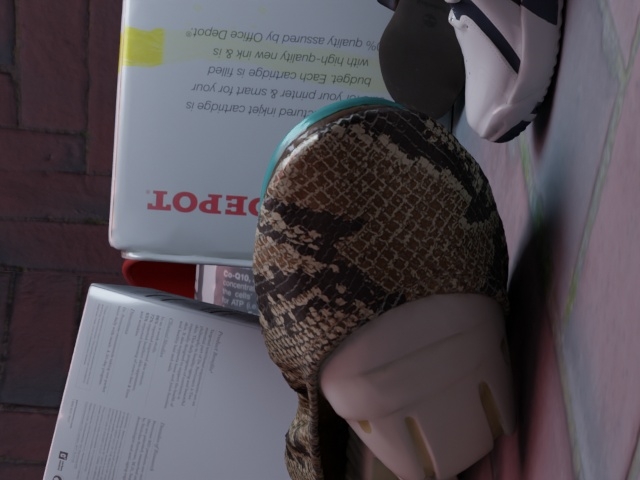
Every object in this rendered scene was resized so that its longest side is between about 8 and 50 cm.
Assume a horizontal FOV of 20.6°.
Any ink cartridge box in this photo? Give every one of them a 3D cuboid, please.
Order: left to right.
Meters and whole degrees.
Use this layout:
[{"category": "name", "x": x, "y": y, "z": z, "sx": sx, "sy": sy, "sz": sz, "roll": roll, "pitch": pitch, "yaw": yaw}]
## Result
[{"category": "ink cartridge box", "x": -0.031, "y": -0.169, "z": 1.507, "sx": 0.160, "sy": 0.279, "sz": 0.384, "roll": -161, "pitch": 75, "yaw": -85}]

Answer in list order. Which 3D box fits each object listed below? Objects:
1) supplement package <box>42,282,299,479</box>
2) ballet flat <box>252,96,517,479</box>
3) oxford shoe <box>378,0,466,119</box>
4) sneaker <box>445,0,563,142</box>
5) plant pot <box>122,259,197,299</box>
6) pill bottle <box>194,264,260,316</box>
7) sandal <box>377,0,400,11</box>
[{"category": "supplement package", "x": -0.088, "y": 0.168, "z": 1.655, "sx": 0.198, "sy": 0.263, "sz": 0.199, "roll": 14, "pitch": -91, "yaw": -79}, {"category": "ballet flat", "x": 0.055, "y": 0.103, "z": 1.135, "sx": 0.483, "sy": 0.164, "sz": 0.182, "roll": 89, "pitch": 161, "yaw": -60}, {"category": "oxford shoe", "x": 0.096, "y": -0.180, "z": 1.362, "sx": 0.076, "sy": 0.076, "sz": 0.212, "roll": -53, "pitch": -19, "yaw": -37}, {"category": "sneaker", "x": 0.065, "y": -0.174, "z": 1.023, "sx": 0.094, "sy": 0.153, "sz": 0.235, "roll": -91, "pitch": 6, "yaw": -60}, {"category": "plant pot", "x": -0.138, "y": -0.027, "z": 2.667, "sx": 0.275, "sy": 0.275, "sz": 0.243, "roll": 103, "pitch": 180, "yaw": -68}, {"category": "pill bottle", "x": -0.029, "y": 0.045, "z": 1.845, "sx": 0.204, "sy": 0.204, "sz": 0.361, "roll": -106, "pitch": 20, "yaw": -79}, {"category": "sandal", "x": 0.083, "y": -0.306, "z": 1.383, "sx": 0.097, "sy": 0.054, "sz": 0.254, "roll": -9, "pitch": -67, "yaw": -59}]
